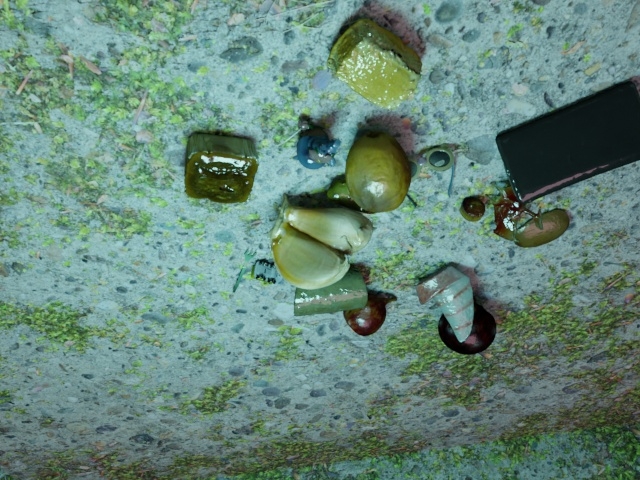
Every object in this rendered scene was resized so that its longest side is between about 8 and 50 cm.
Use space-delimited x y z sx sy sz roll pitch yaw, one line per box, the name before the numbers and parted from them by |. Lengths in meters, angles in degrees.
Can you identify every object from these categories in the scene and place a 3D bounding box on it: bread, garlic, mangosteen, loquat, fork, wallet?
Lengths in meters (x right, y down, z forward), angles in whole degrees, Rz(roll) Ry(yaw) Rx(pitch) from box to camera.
bread | 0.504 -0.106 1.817 0.084 0.085 0.053 -3 143 -5
garlic | 0.000 0.000 1.709 0.312 0.286 0.250 17 144 16
bread | 0.146 -0.442 1.407 0.245 0.121 0.174 22 137 -32
mangosteen | 0.576 0.320 2.178 0.228 0.228 0.266 -11 100 3
loquat | 0.167 -0.195 1.585 0.193 0.238 0.238 -2 135 0
fork | -0.279 0.107 1.964 0.039 0.021 0.235 16 132 -17
bread | -0.289 -0.201 1.592 0.209 0.110 0.192 7 134 -15
wallet | 0.749 -0.282 1.623 0.405 0.062 0.229 -22 93 12

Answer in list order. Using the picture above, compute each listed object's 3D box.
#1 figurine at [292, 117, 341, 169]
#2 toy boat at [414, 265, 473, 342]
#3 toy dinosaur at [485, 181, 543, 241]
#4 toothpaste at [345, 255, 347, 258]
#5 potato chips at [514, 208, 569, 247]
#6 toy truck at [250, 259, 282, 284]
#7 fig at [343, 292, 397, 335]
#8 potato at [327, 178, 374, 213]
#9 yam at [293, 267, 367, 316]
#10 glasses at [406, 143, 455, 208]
figurine | -0.006 -0.276 1.550 0.114 0.178 0.145 -9 97 -23
toy boat | 0.496 0.243 2.056 0.206 0.096 0.282 -31 90 13
toy dinosaur | 0.646 -0.138 1.792 0.206 0.113 0.328 9 122 36
toothpaste | 0.073 0.020 1.913 0.062 0.039 0.239 -5 137 -6
potato chips | 0.790 -0.029 1.959 0.201 0.049 0.150 -21 129 21
toy truck | -0.192 0.121 1.958 0.111 0.076 0.077 21 152 -23
fig | 0.192 0.265 2.101 0.207 0.175 0.175 -35 131 6
potato | 0.111 -0.143 1.725 0.187 0.085 0.105 8 94 -17
yam | 0.029 0.184 1.985 0.267 0.161 0.161 -6 135 -2
glasses | 0.342 -0.175 1.722 0.189 0.088 0.221 -19 134 10
